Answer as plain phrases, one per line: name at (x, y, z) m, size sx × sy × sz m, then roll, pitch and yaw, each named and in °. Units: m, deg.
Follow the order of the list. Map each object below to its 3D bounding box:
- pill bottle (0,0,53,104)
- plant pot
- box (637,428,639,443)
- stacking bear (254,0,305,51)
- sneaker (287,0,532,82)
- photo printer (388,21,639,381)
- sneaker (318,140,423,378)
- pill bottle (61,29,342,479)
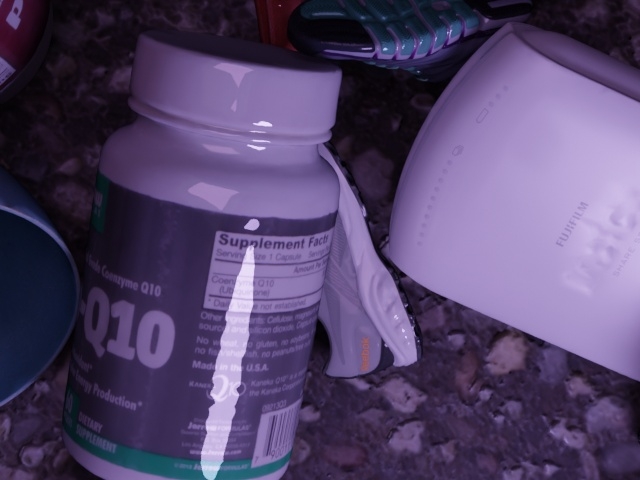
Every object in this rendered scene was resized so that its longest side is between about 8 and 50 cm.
pill bottle at (-0.345, -0.222, 1.199) m, size 0.224 × 0.392 × 0.224 m, roll 0°, pitch 87°, yaw -1°
plant pot at (-0.375, 0.009, 1.267) m, size 0.290 × 0.290 × 0.195 m, roll -28°, pitch 51°, yaw -2°
box at (0.510, 0.077, 1.271) m, size 0.293 × 0.212 × 0.395 m, roll 29°, pitch 87°, yaw 2°
stacking bear at (0.083, -0.257, 1.327) m, size 0.289 × 0.164 × 0.175 m, roll -10°, pitch 86°, yaw -5°
sneaker at (0.074, -0.162, 1.245) m, size 0.223 × 0.098 × 0.083 m, roll -9°, pitch 51°, yaw -21°
photo printer at (0.226, -0.032, 1.268) m, size 0.307 × 0.107 × 0.256 m, roll 24°, pitch 115°, yaw -9°
sneaker at (0.000, 0.000, 1.334) m, size 0.108 × 0.100 × 0.272 m, roll -23°, pitch 86°, yaw 4°
pill bottle at (-0.096, 0.016, 1.234) m, size 0.204 × 0.204 × 0.361 m, roll 10°, pitch 103°, yaw 1°
